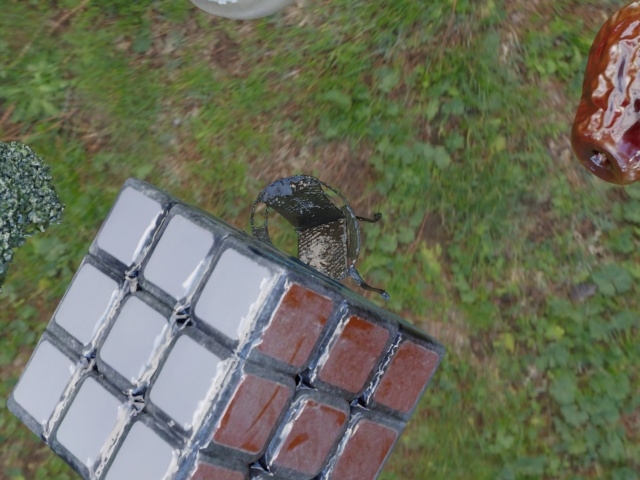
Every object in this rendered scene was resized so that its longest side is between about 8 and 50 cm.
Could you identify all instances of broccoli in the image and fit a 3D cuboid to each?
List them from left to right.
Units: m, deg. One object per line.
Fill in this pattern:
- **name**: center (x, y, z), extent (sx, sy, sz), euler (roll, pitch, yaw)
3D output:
- **broccoli**: center (-0.477, 0.045, 1.539), extent (0.221, 0.252, 0.361), euler (26, 111, 7)

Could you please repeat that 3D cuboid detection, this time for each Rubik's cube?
- **Rubik's cube**: center (-0.105, 0.149, 1.336), extent (0.301, 0.305, 0.304), euler (29, 89, 42)

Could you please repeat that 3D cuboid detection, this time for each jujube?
- **jujube**: center (0.415, -0.188, 1.536), extent (0.190, 0.190, 0.255), euler (39, 73, -4)

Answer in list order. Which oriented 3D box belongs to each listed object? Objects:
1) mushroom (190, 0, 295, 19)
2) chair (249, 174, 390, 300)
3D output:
- **mushroom**: center (-0.098, -0.335, 1.266), extent (0.207, 0.215, 0.207), euler (7, 104, 30)
- **chair**: center (0.000, 0.000, 1.805), extent (0.174, 0.213, 0.149), euler (-14, 61, 28)
